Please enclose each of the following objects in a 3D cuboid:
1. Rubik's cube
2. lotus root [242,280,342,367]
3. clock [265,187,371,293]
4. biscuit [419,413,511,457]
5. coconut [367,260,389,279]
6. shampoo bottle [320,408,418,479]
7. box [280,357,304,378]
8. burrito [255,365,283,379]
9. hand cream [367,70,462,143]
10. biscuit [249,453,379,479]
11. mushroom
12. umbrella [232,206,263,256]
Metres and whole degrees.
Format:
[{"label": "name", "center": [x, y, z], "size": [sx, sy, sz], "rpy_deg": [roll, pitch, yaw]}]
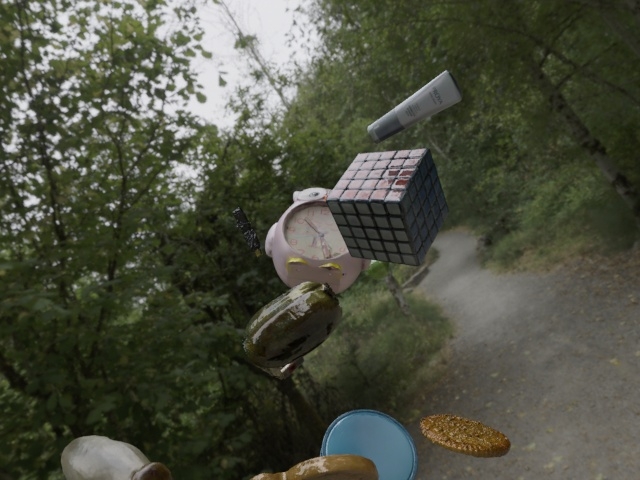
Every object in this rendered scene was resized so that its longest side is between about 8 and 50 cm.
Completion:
[{"label": "Rubik's cube", "center": [0.194, -0.094, 1.313], "size": [0.238, 0.237, 0.237], "rpy_deg": [5, 45, 38]}, {"label": "lotus root", "center": [-0.071, 0.220, 1.177], "size": [0.274, 0.152, 0.160], "rpy_deg": [-34, -49, 7]}, {"label": "clock", "center": [0.000, 0.000, 1.648], "size": [0.251, 0.368, 0.377], "rpy_deg": [96, -177, -52]}, {"label": "biscuit", "center": [0.403, 0.541, 1.316], "size": [0.253, 0.035, 0.254], "rpy_deg": [9, -1, 0]}, {"label": "coconut", "center": [0.225, 0.103, 1.795], "size": [0.096, 0.088, 0.088], "rpy_deg": [-27, -6, 2]}, {"label": "shampoo bottle", "center": [0.155, 0.848, 1.679], "size": [0.331, 0.331, 0.343], "rpy_deg": [-30, -41, -38]}, {"label": "box", "center": [-0.085, 0.385, 1.437], "size": [0.083, 0.012, 0.046], "rpy_deg": [-39, -36, -24]}, {"label": "burrito", "center": [-0.162, 0.385, 1.447], "size": [0.041, 0.149, 0.055], "rpy_deg": [-44, 36, 2]}, {"label": "hand cream", "center": [0.235, -0.330, 1.192], "size": [0.255, 0.079, 0.048], "rpy_deg": [-26, 12, 36]}, {"label": "biscuit", "center": [-0.036, 0.564, 1.061], "size": [0.355, 0.275, 0.052], "rpy_deg": [-35, 39, 20]}, {"label": "mushroom", "center": [-0.434, 0.494, 0.991], "size": [0.350, 0.128, 0.128], "rpy_deg": [-5, 14, 38]}, {"label": "umbrella", "center": [-0.197, -0.021, 1.275], "size": [0.037, 0.144, 0.040], "rpy_deg": [-27, 0, -29]}]
